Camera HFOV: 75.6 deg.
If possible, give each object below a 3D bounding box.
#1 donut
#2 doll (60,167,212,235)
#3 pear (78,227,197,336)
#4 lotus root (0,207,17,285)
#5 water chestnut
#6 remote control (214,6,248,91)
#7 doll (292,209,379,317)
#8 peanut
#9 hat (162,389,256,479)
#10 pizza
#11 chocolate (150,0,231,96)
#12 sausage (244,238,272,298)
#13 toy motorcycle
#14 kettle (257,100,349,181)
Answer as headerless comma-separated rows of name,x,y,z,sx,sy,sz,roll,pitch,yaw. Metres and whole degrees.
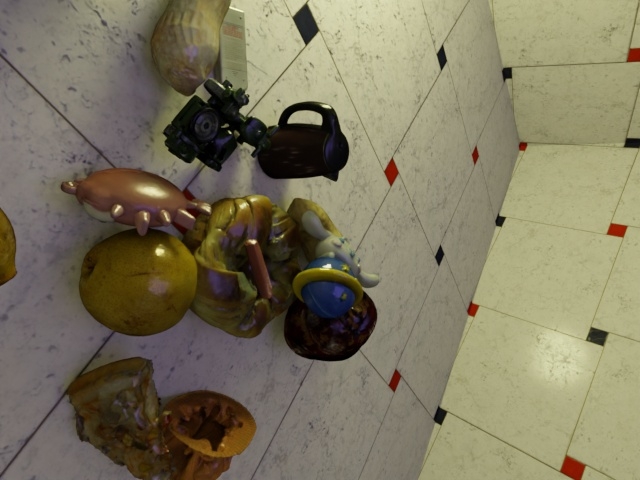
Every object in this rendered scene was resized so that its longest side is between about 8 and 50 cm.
donut,-0.185,0.063,1.010,0.360,0.169,0.361,-10,102,-51
doll,-0.332,-0.078,0.774,0.261,0.211,0.093,5,116,-44
pear,-0.348,0.076,0.789,0.208,0.208,0.209,-12,105,-49
lotus root,-0.551,-0.026,0.539,0.193,0.193,0.291,-56,138,-28
water chestnut,0.027,0.242,1.236,0.289,0.289,0.245,-32,125,-43
remote control,-0.216,-0.454,0.987,0.087,0.029,0.190,-16,108,-48
doll,0.041,0.104,1.091,0.311,0.159,0.243,32,31,-37
peanut,0.000,0.000,1.242,0.148,0.147,0.319,-59,139,-25
hat,-0.287,0.514,0.952,0.233,0.244,0.233,19,95,-43
pizza,-0.383,0.376,0.819,0.071,0.188,0.297,-107,-172,-73
chocolate,-0.265,-0.455,0.854,0.134,0.134,0.310,18,80,-51
sausage,-0.137,0.062,0.911,0.035,0.030,0.147,-38,122,-50
toy motorcycle,-0.219,-0.235,0.917,0.205,0.127,0.275,-52,162,-4
kettle,-0.037,-0.255,1.080,0.144,0.232,0.202,-22,112,-48
